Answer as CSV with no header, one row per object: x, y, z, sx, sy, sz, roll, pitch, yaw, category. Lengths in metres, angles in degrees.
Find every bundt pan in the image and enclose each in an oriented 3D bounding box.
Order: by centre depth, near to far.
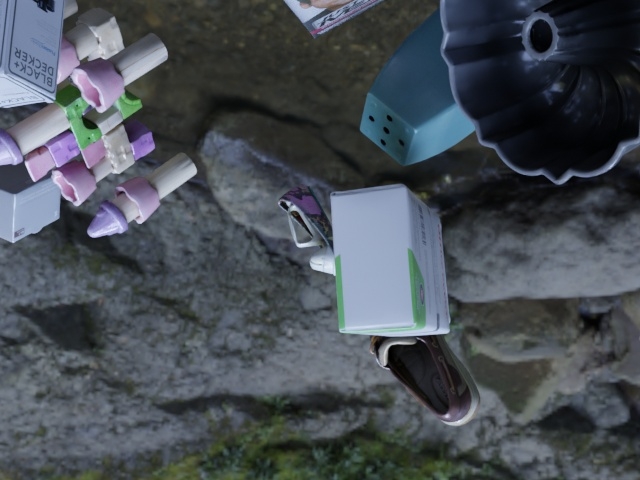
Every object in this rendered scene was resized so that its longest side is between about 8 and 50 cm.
0.287,-0.236,0.950,0.124,0.331,0.331,-17,162,-30,bundt pan

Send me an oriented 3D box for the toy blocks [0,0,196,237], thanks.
-0.386,-0.171,1.232,0.309,0.260,0.289,34,150,30,toy blocks

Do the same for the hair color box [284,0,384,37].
0.025,-0.423,1.288,0.185,0.114,0.374,-27,-179,8,hair color box

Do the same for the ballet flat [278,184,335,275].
0.000,0.000,1.449,0.079,0.221,0.077,-29,157,-18,ballet flat

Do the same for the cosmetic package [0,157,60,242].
-0.586,-0.096,1.485,0.238,0.127,0.107,18,118,15,cosmetic package

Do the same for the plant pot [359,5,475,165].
0.187,-0.246,1.429,0.165,0.234,0.165,41,155,16,plant pot

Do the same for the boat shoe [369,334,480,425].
0.153,0.184,1.538,0.123,0.342,0.123,-42,151,18,boat shoe

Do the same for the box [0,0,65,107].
-0.393,-0.305,1.010,0.169,0.290,0.087,-2,168,22,box

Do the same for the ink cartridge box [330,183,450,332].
0.111,0.041,1.273,0.114,0.198,0.273,-7,170,17,ink cartridge box
